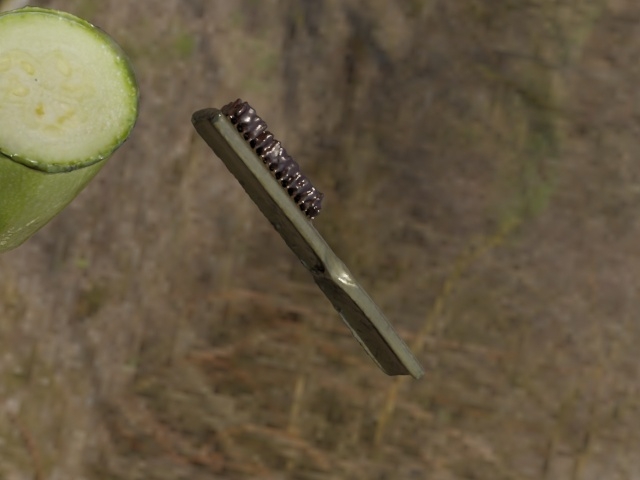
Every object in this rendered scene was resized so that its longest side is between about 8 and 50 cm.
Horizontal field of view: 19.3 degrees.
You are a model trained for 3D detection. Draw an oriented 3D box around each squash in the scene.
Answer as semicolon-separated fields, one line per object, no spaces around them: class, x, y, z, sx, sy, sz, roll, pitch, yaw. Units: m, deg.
squash;-0.168;-0.041;1.011;0.224;0.094;0.094;136;-28;-62

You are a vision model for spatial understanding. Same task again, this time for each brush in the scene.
brush;0.000;0.000;1.286;0.036;0.248;0.043;-44;-157;-16
